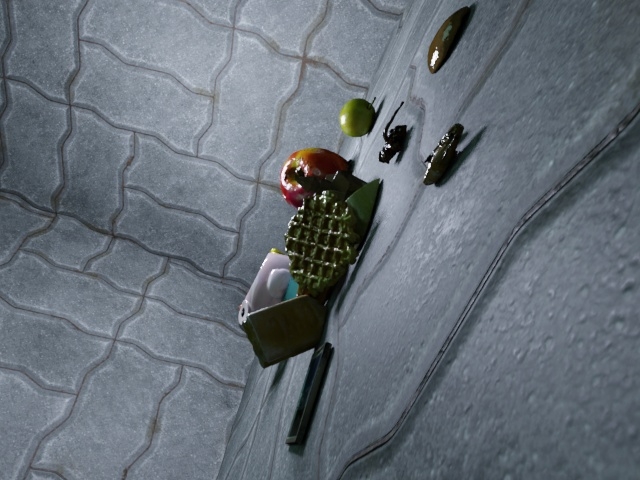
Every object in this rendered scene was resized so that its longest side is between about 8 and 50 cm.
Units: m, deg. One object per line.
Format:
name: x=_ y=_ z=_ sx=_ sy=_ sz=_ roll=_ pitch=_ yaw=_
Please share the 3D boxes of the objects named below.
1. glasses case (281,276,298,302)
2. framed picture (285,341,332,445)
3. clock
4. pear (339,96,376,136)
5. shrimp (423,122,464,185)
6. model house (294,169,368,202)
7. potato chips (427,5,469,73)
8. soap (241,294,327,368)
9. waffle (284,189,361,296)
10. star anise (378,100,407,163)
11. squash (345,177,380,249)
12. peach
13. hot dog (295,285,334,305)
glasses case: x=-0.052 y=0.148 z=2.046 sx=0.117 sy=0.070 sz=0.301 roll=31 pitch=103 yaw=44
framed picture: x=-0.031 y=0.405 z=1.333 sx=0.189 sy=0.023 sz=0.260 roll=118 pitch=171 yaw=-65
clock: x=-0.201 y=0.265 z=2.248 sx=0.377 sy=0.250 sz=0.368 roll=-63 pitch=5 yaw=-20
pear: x=0.184 y=-0.575 z=2.334 sx=0.216 sy=0.166 sz=0.180 roll=-31 pitch=18 yaw=43
shrimp: x=0.237 y=-0.168 z=0.954 sx=0.095 sy=0.045 sz=0.163 roll=-47 pitch=-13 yaw=-35
model house: x=0.029 y=-0.187 z=1.803 sx=0.176 sy=0.247 sz=0.181 roll=119 pitch=170 yaw=-46
potato chips: x=0.329 y=-0.540 z=1.365 sx=0.150 sy=0.049 sz=0.202 roll=-64 pitch=-1 yaw=-10
soap: x=-0.089 y=0.264 z=1.540 sx=0.160 sy=0.257 sz=0.080 roll=61 pitch=146 yaw=19
waffle: x=0.000 y=0.000 z=1.539 sx=0.325 sy=0.068 sz=0.302 roll=-44 pitch=52 yaw=33
star anise: x=0.215 y=-0.310 z=1.466 sx=0.097 sy=0.070 sz=0.191 roll=131 pitch=162 yaw=-79
squash: x=0.124 y=-0.047 z=1.576 sx=0.204 sy=0.155 sz=0.237 roll=-27 pitch=-23 yaw=-35
peach: x=-0.009 y=-0.304 z=2.562 sx=0.416 sy=0.353 sz=0.339 roll=6 pitch=-60 yaw=-53
hot dog: x=-0.012 y=0.135 z=1.648 sx=0.269 sy=0.115 sz=0.072 roll=-63 pitch=26 yaw=17
